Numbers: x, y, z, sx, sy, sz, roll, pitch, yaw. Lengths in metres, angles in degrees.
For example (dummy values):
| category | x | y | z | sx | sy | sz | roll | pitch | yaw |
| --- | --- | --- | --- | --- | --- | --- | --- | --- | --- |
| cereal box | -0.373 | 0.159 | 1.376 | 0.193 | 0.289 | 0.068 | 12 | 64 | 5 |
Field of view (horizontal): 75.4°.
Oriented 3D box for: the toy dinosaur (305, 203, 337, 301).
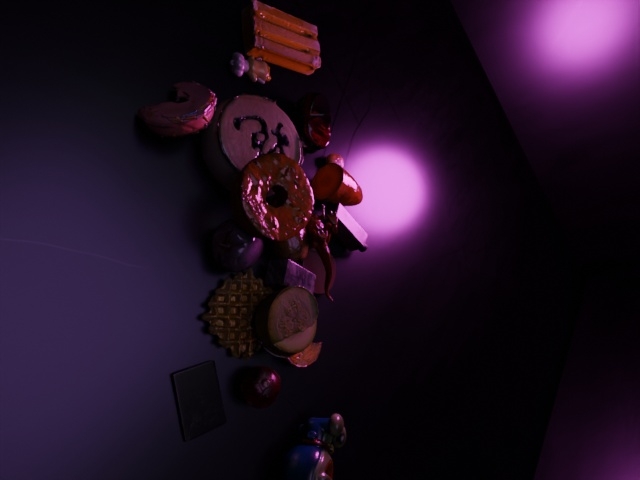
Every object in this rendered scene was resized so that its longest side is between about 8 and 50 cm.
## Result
| category | x | y | z | sx | sy | sz | roll | pitch | yaw |
| --- | --- | --- | --- | --- | --- | --- | --- | --- | --- |
| toy dinosaur | 0.000 | 0.000 | 1.472 | 0.097 | 0.208 | 0.432 | -8 | 78 | -22 |

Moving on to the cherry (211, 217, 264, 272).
| category | x | y | z | sx | sy | sz | roll | pitch | yaw |
| --- | --- | --- | --- | --- | --- | --- | --- | --- | --- |
| cherry | -0.263 | 0.012 | 1.306 | 0.176 | 0.140 | 0.176 | 27 | 59 | -59 |

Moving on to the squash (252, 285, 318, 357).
| category | x | y | z | sx | sy | sz | roll | pitch | yaw |
| --- | --- | --- | --- | --- | --- | --- | --- | --- | --- |
| squash | -0.091 | 0.256 | 1.308 | 0.220 | 0.133 | 0.220 | 14 | 66 | -33 |

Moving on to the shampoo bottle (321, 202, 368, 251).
| category | x | y | z | sx | sy | sz | roll | pitch | yaw |
| --- | --- | --- | --- | --- | --- | --- | --- | --- | --- |
| shampoo bottle | 0.106 | -0.041 | 1.640 | 0.246 | 0.080 | 0.079 | 46 | 49 | -32 |

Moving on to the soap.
| category | x | y | z | sx | sy | sz | roll | pitch | yaw |
| --- | --- | --- | --- | --- | --- | --- | --- | --- | --- |
| soap | -0.148 | -0.781 | 1.616 | 0.315 | 0.091 | 0.199 | -1 | 81 | -40 |

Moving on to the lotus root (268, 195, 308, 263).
| category | x | y | z | sx | sy | sz | roll | pitch | yaw |
| --- | --- | --- | --- | --- | --- | --- | --- | --- | --- |
| lotus root | -0.120 | -0.040 | 1.442 | 0.145 | 0.128 | 0.260 | -7 | 82 | -52 |

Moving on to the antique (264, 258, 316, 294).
| category | x | y | z | sx | sy | sz | roll | pitch | yaw |
| --- | --- | --- | --- | --- | --- | --- | --- | --- | --- |
| antique | -0.096 | 0.135 | 1.419 | 0.183 | 0.088 | 0.086 | 34 | 58 | -48 |

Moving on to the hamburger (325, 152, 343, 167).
| category | x | y | z | sx | sy | sz | roll | pitch | yaw |
| --- | --- | --- | --- | --- | --- | --- | --- | --- | --- |
| hamburger | 0.060 | -0.321 | 1.709 | 0.083 | 0.044 | 0.076 | -6 | 83 | -38 |

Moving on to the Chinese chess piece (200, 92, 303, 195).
| category | x | y | z | sx | sy | sz | roll | pitch | yaw |
| --- | --- | --- | --- | --- | --- | --- | --- | --- | --- |
| Chinese chess piece | -0.227 | -0.318 | 1.405 | 0.349 | 0.146 | 0.349 | 10 | 74 | -38 |

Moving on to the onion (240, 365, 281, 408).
| category | x | y | z | sx | sy | sz | roll | pitch | yaw |
| --- | --- | --- | --- | --- | --- | --- | --- | --- | --- |
| onion | -0.186 | 0.452 | 1.279 | 0.131 | 0.131 | 0.131 | 10 | 73 | -38 |

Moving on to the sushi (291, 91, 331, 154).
| category | x | y | z | sx | sy | sz | roll | pitch | yaw |
| --- | --- | --- | --- | --- | --- | --- | --- | --- | --- |
| sushi | -0.037 | -0.457 | 1.614 | 0.136 | 0.126 | 0.225 | 9 | 80 | -39 |

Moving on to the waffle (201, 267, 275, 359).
| category | x | y | z | sx | sy | sz | roll | pitch | yaw |
| --- | --- | --- | --- | --- | --- | --- | --- | --- | --- |
| waffle | -0.241 | 0.229 | 1.325 | 0.261 | 0.056 | 0.250 | -46 | 108 | -34 |

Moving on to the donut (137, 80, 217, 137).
| category | x | y | z | sx | sy | sz | roll | pitch | yaw |
| --- | --- | --- | --- | --- | --- | --- | --- | --- | --- |
| donut | -0.416 | -0.392 | 1.259 | 0.233 | 0.199 | 0.085 | -52 | 153 | -33 |

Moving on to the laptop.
| category | x | y | z | sx | sy | sz | roll | pitch | yaw |
| --- | --- | --- | --- | --- | --- | --- | --- | --- | --- |
| laptop | -0.352 | 0.462 | 1.206 | 0.135 | 0.016 | 0.197 | -8 | 86 | -41 |

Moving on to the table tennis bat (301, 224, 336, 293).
| category | x | y | z | sx | sy | sz | roll | pitch | yaw |
| --- | --- | --- | --- | --- | --- | --- | --- | --- | --- |
| table tennis bat | 0.000 | 0.069 | 1.582 | 0.154 | 0.021 | 0.274 | 19 | 69 | -31 |

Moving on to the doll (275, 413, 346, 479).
| category | x | y | z | sx | sy | sz | roll | pitch | yaw |
| --- | --- | --- | --- | --- | --- | --- | --- | --- | --- |
| doll | -0.031 | 0.712 | 1.307 | 0.322 | 0.186 | 0.198 | -65 | 152 | -49 |

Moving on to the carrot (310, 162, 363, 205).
| category | x | y | z | sx | sy | sz | roll | pitch | yaw |
| --- | --- | --- | --- | --- | --- | --- | --- | --- | --- |
| carrot | 0.083 | -0.199 | 1.653 | 0.225 | 0.159 | 0.159 | 24 | 65 | -49 |

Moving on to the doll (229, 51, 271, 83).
| category | x | y | z | sx | sy | sz | roll | pitch | yaw |
| --- | --- | --- | --- | --- | --- | --- | --- | --- | --- |
| doll | -0.255 | -0.629 | 1.509 | 0.162 | 0.062 | 0.106 | 1 | 75 | -40 |

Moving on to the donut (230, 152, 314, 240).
| category | x | y | z | sx | sy | sz | roll | pitch | yaw |
| --- | --- | --- | --- | --- | --- | --- | --- | --- | --- |
| donut | -0.156 | -0.126 | 1.265 | 0.278 | 0.108 | 0.277 | 9 | 77 | -43 |

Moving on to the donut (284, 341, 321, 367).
| category | x | y | z | sx | sy | sz | roll | pitch | yaw |
| --- | --- | --- | --- | --- | --- | --- | --- | --- | --- |
| donut | -0.085 | 0.348 | 1.416 | 0.146 | 0.078 | 0.181 | -39 | 110 | -37 |
